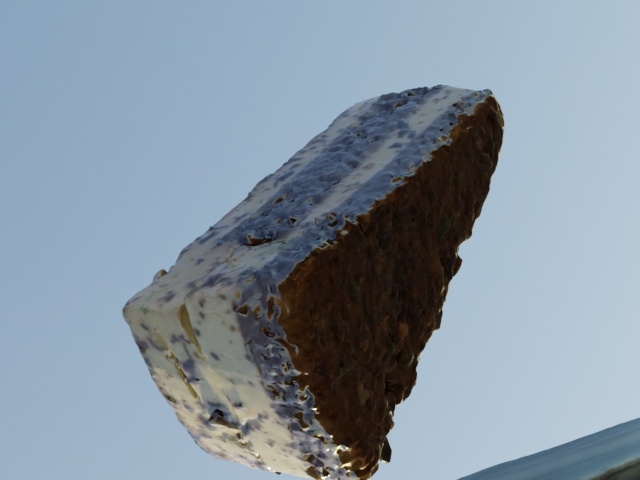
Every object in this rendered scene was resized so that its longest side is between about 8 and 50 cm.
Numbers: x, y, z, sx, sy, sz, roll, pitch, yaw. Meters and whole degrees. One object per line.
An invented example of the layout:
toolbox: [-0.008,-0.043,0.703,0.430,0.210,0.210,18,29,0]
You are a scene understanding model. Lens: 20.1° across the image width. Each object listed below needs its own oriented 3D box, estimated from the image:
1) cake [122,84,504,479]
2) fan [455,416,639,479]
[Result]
cake: [0.002,-0.012,0.919,0.135,0.112,0.246,50,-126,-47]
fan: [0.121,0.064,0.612,0.057,0.282,0.023,-21,-90,-78]
